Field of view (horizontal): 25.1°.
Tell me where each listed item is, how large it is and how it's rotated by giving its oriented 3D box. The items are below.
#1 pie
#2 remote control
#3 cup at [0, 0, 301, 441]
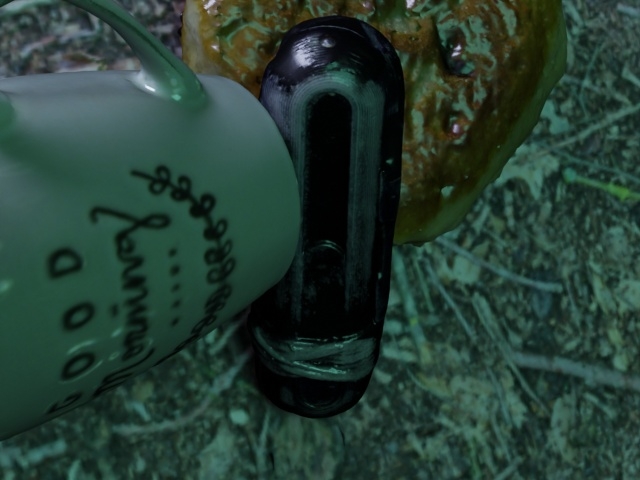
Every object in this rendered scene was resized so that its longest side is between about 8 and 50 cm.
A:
[{"bbox_3d":[0.038,-0.151,0.956,0.315,0.092,0.315,3,83,-28],"label":"pie"},{"bbox_3d":[0.000,0.000,0.862,0.090,0.066,0.266,7,115,8],"label":"remote control"},{"bbox_3d":[-0.134,-0.035,0.761,0.234,0.186,0.258,-21,135,-35],"label":"cup"}]
